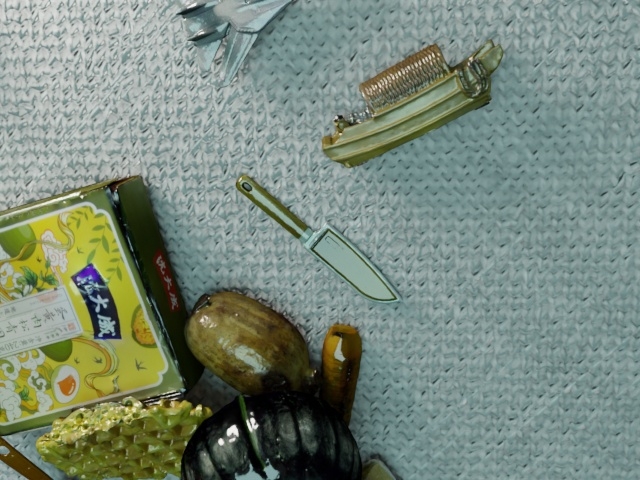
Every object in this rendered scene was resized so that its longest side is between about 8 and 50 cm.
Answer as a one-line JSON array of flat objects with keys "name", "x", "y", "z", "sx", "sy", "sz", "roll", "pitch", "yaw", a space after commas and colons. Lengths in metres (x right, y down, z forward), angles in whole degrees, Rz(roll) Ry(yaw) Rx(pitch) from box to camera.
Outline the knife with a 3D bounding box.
[{"name": "knife", "x": 0.001, "y": -0.001, "z": 1.348, "sx": 0.343, "sy": 0.027, "sz": 0.061, "roll": 41, "pitch": 101, "yaw": -3}]

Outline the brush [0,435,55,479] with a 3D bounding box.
[{"name": "brush", "x": -0.507, "y": 0.436, "z": 1.464, "sx": 0.090, "sy": 0.017, "sz": 0.314, "roll": -28, "pitch": 126, "yaw": 11}]

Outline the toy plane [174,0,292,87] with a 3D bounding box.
[{"name": "toy plane", "x": -0.093, "y": -0.378, "z": 1.244, "sx": 0.267, "sy": 0.088, "sz": 0.212, "roll": -22, "pitch": 101, "yaw": 4}]

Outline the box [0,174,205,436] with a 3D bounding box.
[{"name": "box", "x": -0.453, "y": 0.119, "z": 1.383, "sx": 0.420, "sy": 0.138, "sz": 0.373, "roll": -15, "pitch": 101, "yaw": 11}]

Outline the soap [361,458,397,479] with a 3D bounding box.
[{"name": "soap", "x": 0.081, "y": 0.568, "z": 1.425, "sx": 0.259, "sy": 0.143, "sz": 0.281, "roll": -37, "pitch": 91, "yaw": 15}]

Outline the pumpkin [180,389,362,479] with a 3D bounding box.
[{"name": "pumpkin", "x": -0.067, "y": 0.385, "z": 1.252, "sx": 0.295, "sy": 0.296, "sz": 0.296, "roll": 2, "pitch": 104, "yaw": 7}]

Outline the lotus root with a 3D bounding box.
[{"name": "lotus root", "x": -0.108, "y": 0.183, "z": 1.351, "sx": 0.260, "sy": 0.145, "sz": 0.128, "roll": 33, "pitch": 148, "yaw": 0}]

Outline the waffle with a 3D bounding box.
[{"name": "waffle", "x": -0.324, "y": 0.346, "z": 1.374, "sx": 0.311, "sy": 0.060, "sz": 0.307, "roll": 4, "pitch": 142, "yaw": -13}]

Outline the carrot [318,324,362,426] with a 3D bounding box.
[{"name": "carrot", "x": 0.024, "y": 0.272, "z": 1.393, "sx": 0.070, "sy": 0.070, "sz": 0.260, "roll": 11, "pitch": 107, "yaw": 5}]

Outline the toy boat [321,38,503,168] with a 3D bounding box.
[{"name": "toy boat", "x": 0.136, "y": -0.220, "z": 1.242, "sx": 0.310, "sy": 0.089, "sz": 0.115, "roll": -24, "pitch": 108, "yaw": 13}]
